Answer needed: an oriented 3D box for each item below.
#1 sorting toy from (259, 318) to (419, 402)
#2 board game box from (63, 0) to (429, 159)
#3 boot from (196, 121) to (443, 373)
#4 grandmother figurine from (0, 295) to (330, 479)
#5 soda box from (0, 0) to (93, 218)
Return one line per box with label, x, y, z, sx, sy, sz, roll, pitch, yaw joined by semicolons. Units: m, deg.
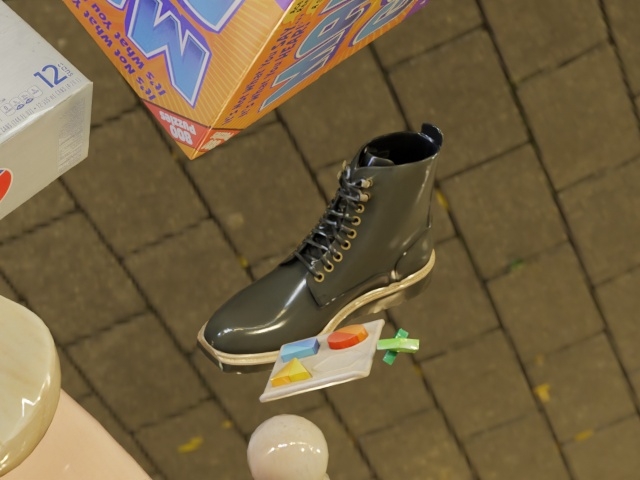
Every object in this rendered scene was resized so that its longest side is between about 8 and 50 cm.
sorting toy;0.013;0.054;0.769;0.083;0.062;0.012;-16;108;19
board game box;-0.055;-0.367;1.474;0.356;0.356;0.356;-37;175;-29
boot;0.000;0.000;1.085;0.198;0.077;0.137;-29;142;-31
grandmother figurine;-0.069;0.150;0.533;0.208;0.104;0.342;-32;140;5
soda box;-0.280;-0.030;0.968;0.286;0.098;0.091;-40;163;-28
